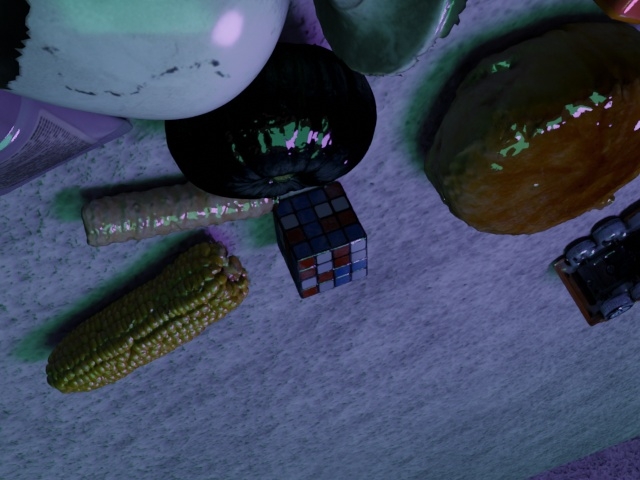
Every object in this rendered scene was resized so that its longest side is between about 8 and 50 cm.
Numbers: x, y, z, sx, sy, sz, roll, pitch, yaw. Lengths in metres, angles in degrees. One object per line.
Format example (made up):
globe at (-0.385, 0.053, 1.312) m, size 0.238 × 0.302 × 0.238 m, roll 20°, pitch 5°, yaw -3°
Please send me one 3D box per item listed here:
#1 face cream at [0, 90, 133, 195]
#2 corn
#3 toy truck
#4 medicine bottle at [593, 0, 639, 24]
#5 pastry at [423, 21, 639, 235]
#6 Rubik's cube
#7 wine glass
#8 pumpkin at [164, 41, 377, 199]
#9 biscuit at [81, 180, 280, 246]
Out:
face cream at (-0.264, -0.096, 0.748) m, size 0.154 × 0.096 × 0.274 m, roll -29°, pitch 171°, yaw 0°
corn at (-0.217, 0.103, 1.086) m, size 0.291 × 0.101 × 0.101 m, roll -32°, pitch 147°, yaw 11°
toy truck at (0.575, 0.005, 1.451) m, size 0.338 × 0.133 × 0.184 m, roll -37°, pitch 156°, yaw 24°
medicine bottle at (0.321, -0.319, 0.785) m, size 0.112 × 0.149 × 0.222 m, roll -2°, pitch 141°, yaw -32°
pastry at (0.280, -0.119, 1.062) m, size 0.329 × 0.136 × 0.330 m, roll -19°, pitch 148°, yaw -12°
Rubik's cube at (0.000, 0.000, 1.086) m, size 0.092 × 0.092 × 0.092 m, roll -20°, pitch 148°, yaw -9°
wine glass at (-0.079, -0.204, 0.620) m, size 0.322 × 0.238 × 0.238 m, roll -13°, pitch 147°, yaw -34°
pumpkin at (-0.048, -0.116, 0.834) m, size 0.201 × 0.140 × 0.202 m, roll -11°, pitch 170°, yaw -2°
biscuit at (-0.151, -0.038, 0.964) m, size 0.219 × 0.055 × 0.061 m, roll -13°, pitch 141°, yaw -19°
